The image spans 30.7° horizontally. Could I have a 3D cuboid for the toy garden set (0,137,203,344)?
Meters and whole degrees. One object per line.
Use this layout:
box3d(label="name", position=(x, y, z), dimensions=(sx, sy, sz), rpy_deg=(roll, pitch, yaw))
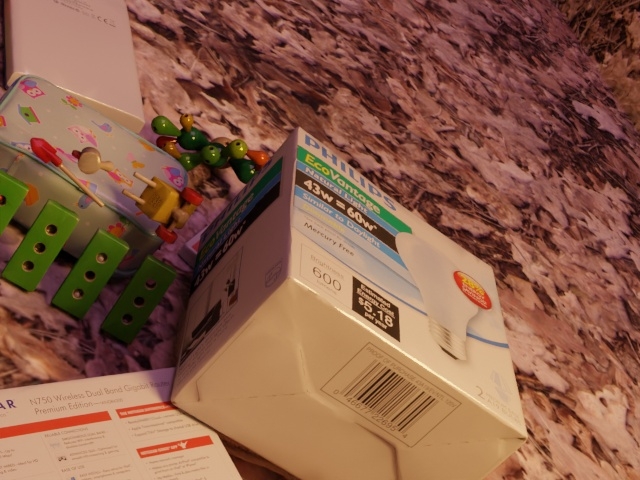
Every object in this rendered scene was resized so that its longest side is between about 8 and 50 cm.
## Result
box3d(label="toy garden set", position=(-0.279, -0.021, 1.392), dimensions=(0.244, 0.204, 0.049), rpy_deg=(32, 10, -17))

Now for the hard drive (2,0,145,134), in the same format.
box3d(label="hard drive", position=(-0.383, -0.305, 1.785), dimensions=(0.210, 0.040, 0.318), rpy_deg=(20, 37, -32))

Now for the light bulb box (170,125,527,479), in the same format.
box3d(label="light bulb box", position=(0.035, 0.107, 1.435), dimensions=(0.358, 0.225, 0.361), rpy_deg=(35, 26, -19))

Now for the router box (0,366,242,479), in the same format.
box3d(label="router box", position=(-0.216, 0.284, 1.174), dimensions=(0.335, 0.082, 0.301), rpy_deg=(-1, 50, -49))

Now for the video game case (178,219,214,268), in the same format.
box3d(label="video game case", position=(-0.069, 0.027, 1.730), dimensions=(0.204, 0.025, 0.285), rpy_deg=(42, 31, 1))

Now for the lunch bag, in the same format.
box3d(label="lunch bag", position=(-0.310, -0.085, 1.517), dimensions=(0.279, 0.108, 0.224), rpy_deg=(34, 26, -16))

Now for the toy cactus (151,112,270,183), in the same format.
box3d(label="toy cactus", position=(-0.154, -0.120, 1.761), dimensions=(0.219, 0.112, 0.180), rpy_deg=(19, 8, 0))

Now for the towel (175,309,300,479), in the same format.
box3d(label="towel", position=(-0.065, 0.207, 1.480), dimensions=(0.282, 0.049, 0.187), rpy_deg=(27, 31, -24))
